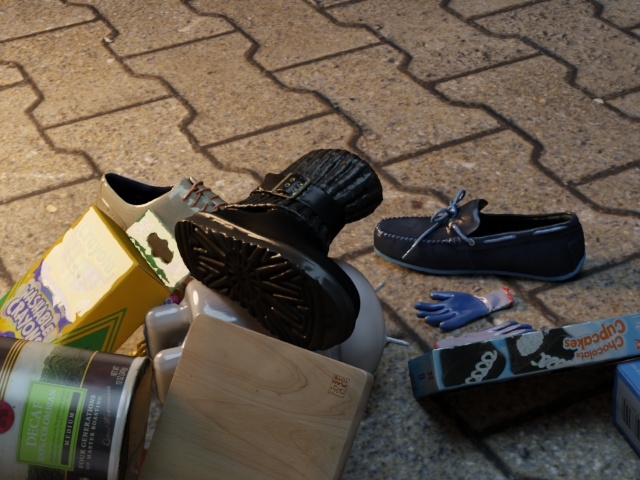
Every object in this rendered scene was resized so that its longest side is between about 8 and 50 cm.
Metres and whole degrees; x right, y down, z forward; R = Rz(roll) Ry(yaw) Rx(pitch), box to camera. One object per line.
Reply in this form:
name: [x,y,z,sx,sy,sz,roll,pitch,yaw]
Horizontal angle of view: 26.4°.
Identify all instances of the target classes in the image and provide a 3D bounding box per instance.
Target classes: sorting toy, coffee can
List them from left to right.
coffee can: [-0.365,0.223,1.702,0.275,0.201,0.201,8,32,1]
sorting toy: [-0.073,0.252,1.708,0.257,0.255,0.089,17,-4,28]

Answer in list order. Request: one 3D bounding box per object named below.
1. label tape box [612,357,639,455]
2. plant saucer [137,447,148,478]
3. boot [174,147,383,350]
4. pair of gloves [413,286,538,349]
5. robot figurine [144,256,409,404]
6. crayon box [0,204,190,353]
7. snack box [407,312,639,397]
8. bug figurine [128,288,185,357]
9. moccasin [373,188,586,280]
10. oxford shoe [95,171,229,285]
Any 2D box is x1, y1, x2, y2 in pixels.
label tape box: [0.590,0.228,1.759,0.348,0.115,0.249,-10,31,-14]
plant saucer: [-0.275,0.319,1.796,0.168,0.029,0.168,-3,32,2]
boot: [-0.001,-0.004,1.806,0.260,0.131,0.348,-26,38,-30]
pair of gloves: [0.235,0.125,2.056,0.159,0.023,0.198,-11,31,-10]
robot figurine: [-0.062,0.134,1.907,0.354,0.199,0.300,-11,59,-10]
crayon box: [-0.348,0.087,1.975,0.323,0.083,0.203,-46,39,0]
snack box: [0.293,0.156,1.865,0.322,0.060,0.187,-9,-8,-8]
bug figurine: [-0.170,0.104,2.094,0.279,0.072,0.216,-15,33,-16]
moccasin: [0.255,-0.021,2.200,0.342,0.116,0.137,2,32,11]
oxford shoe: [-0.182,-0.016,2.093,0.397,0.146,0.140,8,23,20]
